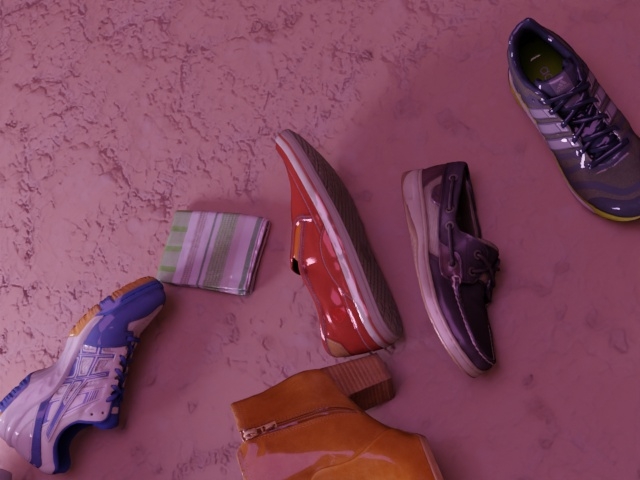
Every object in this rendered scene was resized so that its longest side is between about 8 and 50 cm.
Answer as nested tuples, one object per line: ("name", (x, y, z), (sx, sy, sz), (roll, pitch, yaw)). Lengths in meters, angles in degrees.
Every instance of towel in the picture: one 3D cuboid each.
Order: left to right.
("towel", (-0.147, 0.015, 1.686), (0.152, 0.023, 0.113), (6, 70, 29))

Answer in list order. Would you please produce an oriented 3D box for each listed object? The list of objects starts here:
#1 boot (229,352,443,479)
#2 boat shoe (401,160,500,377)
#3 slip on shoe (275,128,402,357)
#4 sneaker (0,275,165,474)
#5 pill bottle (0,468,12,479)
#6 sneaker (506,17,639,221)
("boot", (0.021, 0.272, 1.425), (0.211, 0.104, 0.295), (-23, 48, -7))
("boat shoe", (0.169, 0.024, 1.487), (0.092, 0.103, 0.285), (-24, 55, 20))
("slip on shoe", (0.000, 0.000, 1.570), (0.101, 0.123, 0.331), (-29, 65, 16))
("sneaker", (-0.294, 0.183, 1.651), (0.131, 0.112, 0.296), (43, 93, 14))
("pill bottle", (-0.493, 0.432, 1.591), (0.161, 0.161, 0.283), (-2, 69, 24))
("sneaker", (0.305, -0.146, 1.479), (0.111, 0.121, 0.300), (-38, 59, 7))
